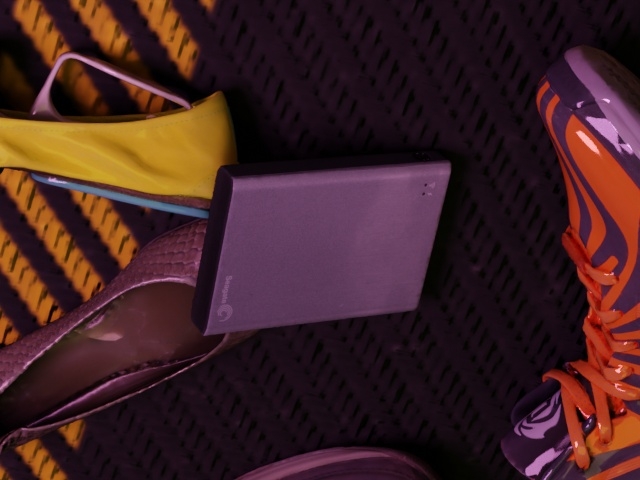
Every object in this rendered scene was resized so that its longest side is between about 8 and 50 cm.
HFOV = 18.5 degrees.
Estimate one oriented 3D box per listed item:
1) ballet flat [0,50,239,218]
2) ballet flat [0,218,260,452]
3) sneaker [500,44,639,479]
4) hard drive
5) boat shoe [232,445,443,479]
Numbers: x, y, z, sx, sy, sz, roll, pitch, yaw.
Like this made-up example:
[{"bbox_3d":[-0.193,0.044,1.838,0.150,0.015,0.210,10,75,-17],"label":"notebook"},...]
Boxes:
[{"bbox_3d":[-0.155,-0.062,1.016,0.231,0.077,0.077,7,99,-10],"label":"ballet flat"},{"bbox_3d":[-0.117,0.061,1.089,0.250,0.058,0.084,-25,119,11],"label":"ballet flat"},{"bbox_3d":[0.162,0.055,1.063,0.180,0.124,0.321,-30,118,13],"label":"sneaker"},{"bbox_3d":[0.000,0.000,1.047,0.135,0.022,0.094,-5,122,-30],"label":"hard drive"},{"bbox_3d":[-0.068,0.252,1.162,0.355,0.130,0.132,-33,117,16],"label":"boat shoe"}]
